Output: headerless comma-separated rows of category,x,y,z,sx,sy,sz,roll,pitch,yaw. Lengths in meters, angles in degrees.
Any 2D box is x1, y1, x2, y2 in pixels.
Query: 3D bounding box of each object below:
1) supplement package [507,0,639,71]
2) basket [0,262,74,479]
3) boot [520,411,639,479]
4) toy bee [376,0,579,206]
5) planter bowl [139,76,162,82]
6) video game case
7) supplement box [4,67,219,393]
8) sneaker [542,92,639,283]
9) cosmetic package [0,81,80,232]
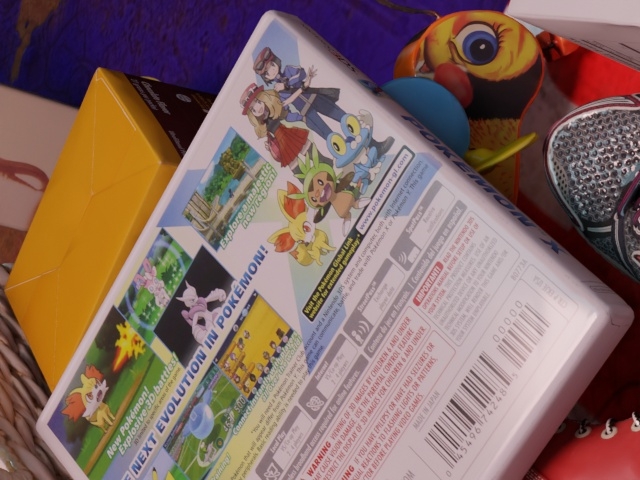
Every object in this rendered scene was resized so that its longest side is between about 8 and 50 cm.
supplement package,0.236,-0.153,0.826,0.244,0.134,0.139,17,90,56
basket,-0.281,0.227,1.172,0.331,0.266,0.328,-49,66,21
boot,0.152,0.105,0.882,0.176,0.088,0.244,-59,45,19
toy bee,0.090,-0.077,1.004,0.195,0.162,0.298,-122,24,-66
planter bowl,-0.136,-0.018,1.334,0.217,0.090,0.217,-29,53,46
video game case,-0.014,0.080,0.946,0.300,0.036,0.329,45,114,33
supplement box,-0.086,0.007,1.142,0.191,0.194,0.129,-63,38,22
sneaker,0.209,-0.015,0.826,0.299,0.112,0.121,35,105,55
cosmetic package,-0.352,-0.097,1.492,0.153,0.296,0.129,18,92,57
